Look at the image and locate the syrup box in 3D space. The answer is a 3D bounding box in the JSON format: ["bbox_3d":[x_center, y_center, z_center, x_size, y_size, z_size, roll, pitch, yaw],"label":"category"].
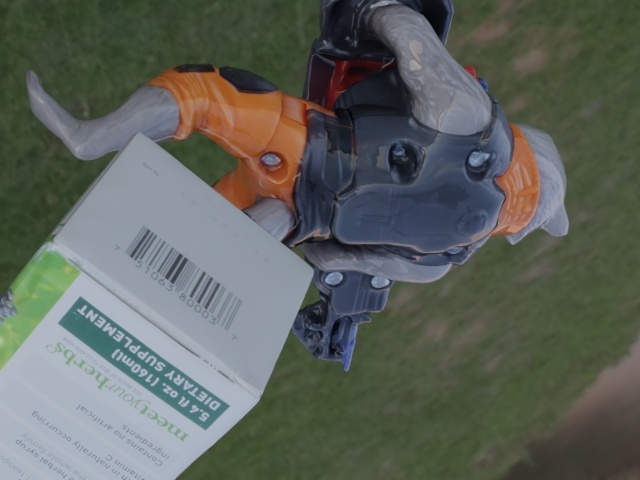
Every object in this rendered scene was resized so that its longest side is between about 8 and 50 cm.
[{"bbox_3d":[-0.115,0.077,0.554,0.237,0.093,0.096,-46,-169,30],"label":"syrup box"}]

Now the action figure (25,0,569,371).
[{"bbox_3d":[0.000,0.000,0.829,0.330,0.178,0.341,-10,131,-15],"label":"action figure"}]
